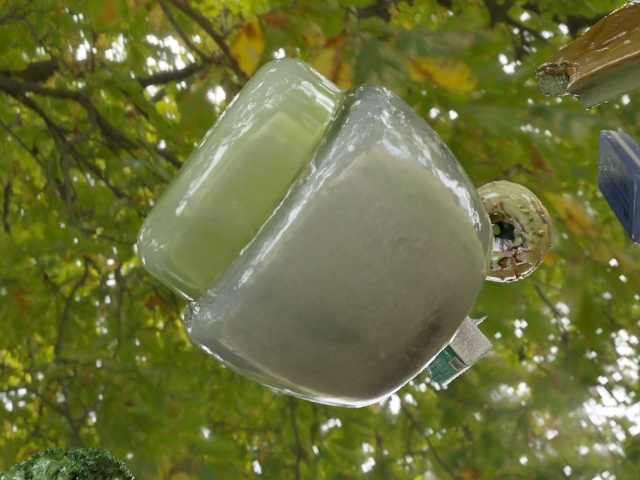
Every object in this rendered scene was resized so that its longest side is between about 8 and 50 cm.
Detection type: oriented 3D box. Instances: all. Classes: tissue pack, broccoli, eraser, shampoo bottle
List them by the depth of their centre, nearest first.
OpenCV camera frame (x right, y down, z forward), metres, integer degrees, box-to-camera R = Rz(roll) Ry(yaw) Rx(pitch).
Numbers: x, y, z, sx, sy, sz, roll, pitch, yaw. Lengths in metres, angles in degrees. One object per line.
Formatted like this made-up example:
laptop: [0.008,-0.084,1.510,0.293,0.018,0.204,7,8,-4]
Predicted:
shampoo bottle: [0.000,0.000,0.921,0.317,0.322,0.322,40,-74,-10]
eraser: [0.368,-0.066,1.065,0.036,0.225,0.082,-3,-68,7]
broccoli: [-0.320,0.396,1.135,0.261,0.241,0.269,1,-82,-4]
tissue pack: [0.185,0.139,1.256,0.079,0.085,0.111,-36,-12,-24]

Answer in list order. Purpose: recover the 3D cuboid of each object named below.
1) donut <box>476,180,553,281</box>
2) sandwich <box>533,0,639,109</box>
donut: [0.294,-0.013,1.485,0.175,0.174,0.068,-55,-21,22]
sandwich: [0.393,-0.261,1.227,0.212,0.245,0.063,-21,-69,10]
